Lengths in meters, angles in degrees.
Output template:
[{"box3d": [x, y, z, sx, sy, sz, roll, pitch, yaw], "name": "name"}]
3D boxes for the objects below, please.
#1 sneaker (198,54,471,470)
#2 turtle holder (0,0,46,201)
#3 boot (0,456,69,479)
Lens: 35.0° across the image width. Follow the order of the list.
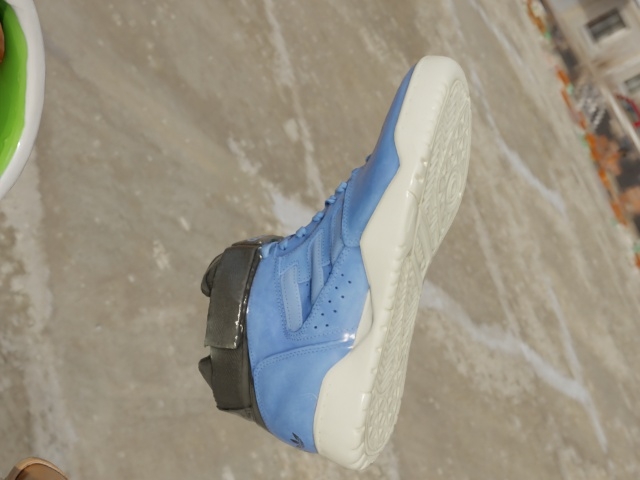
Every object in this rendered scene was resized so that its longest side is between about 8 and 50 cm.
[{"box3d": [0.000, 0.000, 0.379, 0.058, 0.085, 0.152, 6, 99, -65], "name": "sneaker"}, {"box3d": [-0.258, -0.072, 0.387, 0.228, 0.243, 0.320, 21, 18, 15], "name": "turtle holder"}, {"box3d": [-0.303, 0.339, 1.171, 0.220, 0.109, 0.283, 29, -16, 21], "name": "boot"}]
